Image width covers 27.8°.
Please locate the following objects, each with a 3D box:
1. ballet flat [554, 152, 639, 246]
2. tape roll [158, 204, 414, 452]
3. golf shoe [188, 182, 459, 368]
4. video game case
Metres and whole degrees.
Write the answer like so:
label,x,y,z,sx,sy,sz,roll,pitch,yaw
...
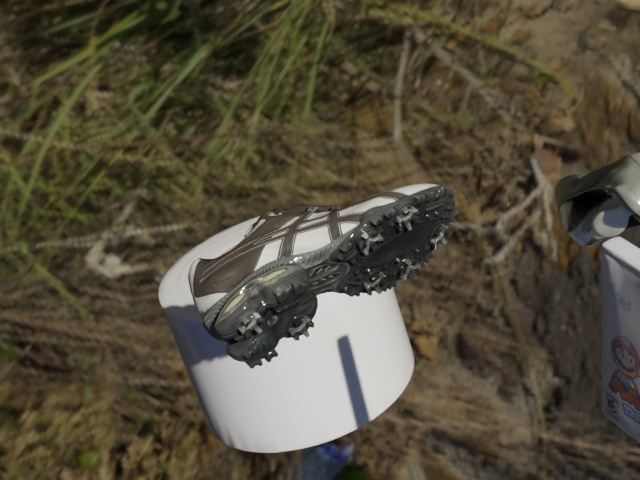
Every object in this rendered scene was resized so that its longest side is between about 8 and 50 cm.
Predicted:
label,x,y,z,sx,sy,sz,roll,pitch,yaw
ballet flat,0.254,-0.029,1.180,0.072,0.068,0.213,34,166,-4
tape roll,-0.036,0.090,1.406,0.246,0.246,0.169,-7,118,23
golf shoe,0.000,0.000,0.879,0.094,0.198,0.077,46,154,40
video game case,0.228,0.091,0.790,0.157,0.019,0.143,41,148,50
